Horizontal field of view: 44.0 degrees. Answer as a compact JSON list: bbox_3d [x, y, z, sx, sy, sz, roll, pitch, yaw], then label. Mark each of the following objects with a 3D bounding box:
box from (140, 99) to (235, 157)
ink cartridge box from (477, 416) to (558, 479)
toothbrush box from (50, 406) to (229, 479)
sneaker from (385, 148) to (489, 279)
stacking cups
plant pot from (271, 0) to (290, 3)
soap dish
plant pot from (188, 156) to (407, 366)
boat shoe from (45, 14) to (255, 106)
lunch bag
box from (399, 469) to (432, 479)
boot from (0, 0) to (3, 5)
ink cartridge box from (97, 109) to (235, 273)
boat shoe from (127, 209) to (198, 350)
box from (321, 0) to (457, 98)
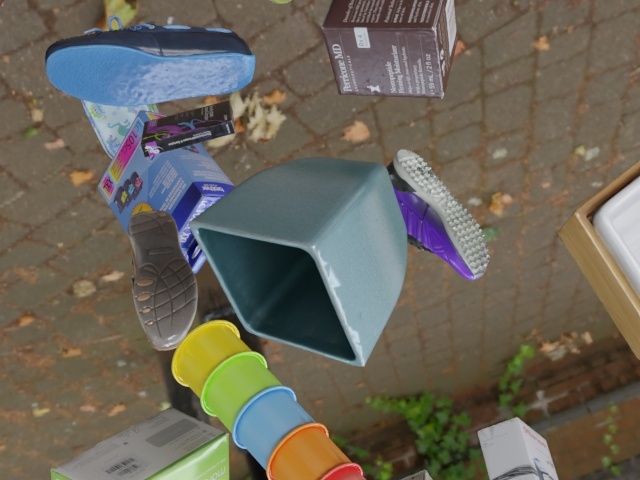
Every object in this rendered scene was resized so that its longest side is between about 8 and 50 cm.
[{"bbox_3d":[-0.231,-0.199,1.391,0.162,0.116,0.029,-14,119,-2],"label":"box"},{"bbox_3d":[0.343,0.411,1.317,0.082,0.190,0.140,-27,139,23],"label":"ink cartridge box"},{"bbox_3d":[-0.233,0.403,1.065,0.206,0.122,0.283,-19,118,-50],"label":"toothbrush box"},{"bbox_3d":[0.209,-0.028,1.583,0.102,0.293,0.146,-18,160,-51],"label":"sneaker"},{"bbox_3d":[-0.039,0.203,0.852,0.096,0.316,0.096,-25,132,-32],"label":"stacking cups"},{"bbox_3d":[0.028,-0.593,1.496,0.254,0.276,0.276,5,163,22],"label":"plant pot"},{"bbox_3d":[0.524,0.032,1.242,0.229,0.290,0.118,-33,-179,-28],"label":"soap dish"},{"bbox_3d":[0.000,0.000,1.237,0.248,0.252,0.247,11,138,38],"label":"plant pot"},{"bbox_3d":[-0.217,-0.227,1.012,0.258,0.089,0.109,-1,138,-25],"label":"boat shoe"},{"bbox_3d":[-0.527,-0.334,2.123,0.176,0.219,0.090,-24,-169,6],"label":"lunch bag"},{"bbox_3d":[0.193,0.572,1.358,0.148,0.311,0.121,-30,-174,16],"label":"box"},{"bbox_3d":[-0.506,-0.343,1.036,0.096,0.280,0.264,5,152,-2],"label":"boot"},{"bbox_3d":[-0.366,-0.097,1.984,0.151,0.395,0.270,-1,133,-51],"label":"ink cartridge box"},{"bbox_3d":[-0.309,0.086,1.538,0.123,0.324,0.116,-1,137,-16],"label":"boat shoe"},{"bbox_3d":[0.132,-0.375,1.435,0.203,0.167,0.168,5,146,19],"label":"box"}]
